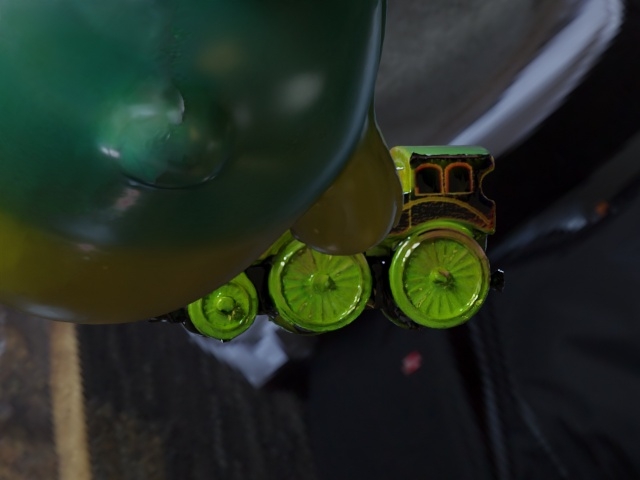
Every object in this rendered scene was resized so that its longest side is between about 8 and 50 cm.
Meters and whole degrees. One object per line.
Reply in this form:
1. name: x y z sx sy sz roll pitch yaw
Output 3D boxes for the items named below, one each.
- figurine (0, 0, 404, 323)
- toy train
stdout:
1. figurine: -0.082 -0.087 0.782 0.324 0.340 0.231 11 53 -17
2. toy train: 0.000 0.000 1.367 0.296 0.100 0.160 -3 93 -12
